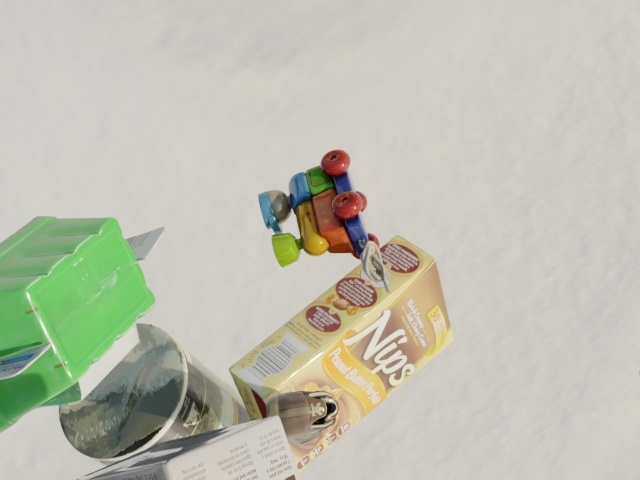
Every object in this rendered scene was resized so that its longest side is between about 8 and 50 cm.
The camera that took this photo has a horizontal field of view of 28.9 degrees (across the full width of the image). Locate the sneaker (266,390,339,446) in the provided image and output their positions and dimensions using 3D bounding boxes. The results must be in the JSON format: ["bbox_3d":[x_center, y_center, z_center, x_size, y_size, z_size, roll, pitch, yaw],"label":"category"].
[{"bbox_3d":[-0.007,0.211,1.485,0.071,0.188,0.066,-9,83,13],"label":"sneaker"}]

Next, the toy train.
[{"bbox_3d":[0.000,0.000,1.653,0.143,0.105,0.248,-19,45,6],"label":"toy train"}]

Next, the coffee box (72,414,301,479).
[{"bbox_3d":[-0.073,0.304,0.972,0.168,0.119,0.297,-23,86,47],"label":"coffee box"}]

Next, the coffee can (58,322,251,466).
[{"bbox_3d":[-0.218,0.266,1.796,0.202,0.275,0.201,-13,57,20],"label":"coffee can"}]

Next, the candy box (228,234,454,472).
[{"bbox_3d":[0.037,0.159,1.738,0.316,0.183,0.087,-37,48,-19],"label":"candy box"}]

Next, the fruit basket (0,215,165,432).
[{"bbox_3d":[-0.362,0.109,1.319,0.353,0.327,0.165,-24,103,27],"label":"fruit basket"}]
